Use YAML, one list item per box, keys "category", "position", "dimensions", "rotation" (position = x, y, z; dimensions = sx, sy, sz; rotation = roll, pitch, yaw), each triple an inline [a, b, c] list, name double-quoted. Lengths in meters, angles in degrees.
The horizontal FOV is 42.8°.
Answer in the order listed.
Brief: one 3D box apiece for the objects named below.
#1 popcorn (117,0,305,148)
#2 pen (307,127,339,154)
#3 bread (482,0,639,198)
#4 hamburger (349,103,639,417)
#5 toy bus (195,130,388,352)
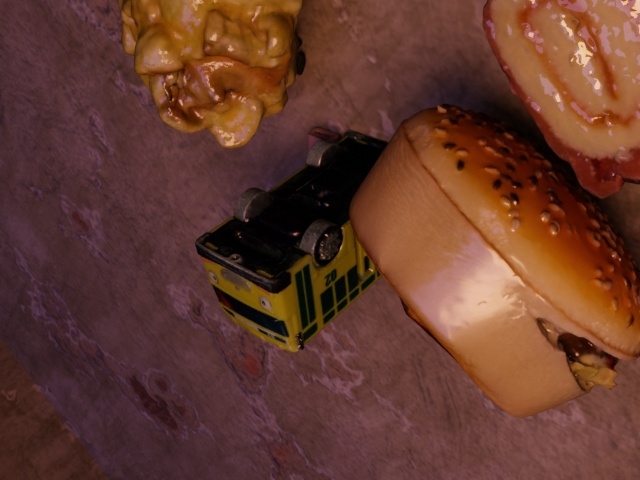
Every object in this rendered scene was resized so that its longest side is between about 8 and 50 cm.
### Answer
- category: "popcorn"
  position: [-0.116, -0.246, 0.889]
  dimensions: [0.252, 0.215, 0.286]
  rotation: [56, 156, 37]
- category: "pen"
  position: [0.007, -0.050, 1.056]
  dimensions: [0.053, 0.032, 0.197]
  rotation: [23, 133, 34]
- category: "bread"
  position: [0.231, -0.178, 0.627]
  dimensions: [0.244, 0.123, 0.190]
  rotation: [55, 142, -3]
- category: "hamburger"
  position: [0.166, 0.009, 0.735]
  dimensions: [0.176, 0.300, 0.300]
  rotation: [-40, 86, 15]
- category: "toy bus"
  position: [0.000, 0.000, 0.913]
  dimensions: [0.128, 0.262, 0.150]
  rotation: [25, 138, 34]
